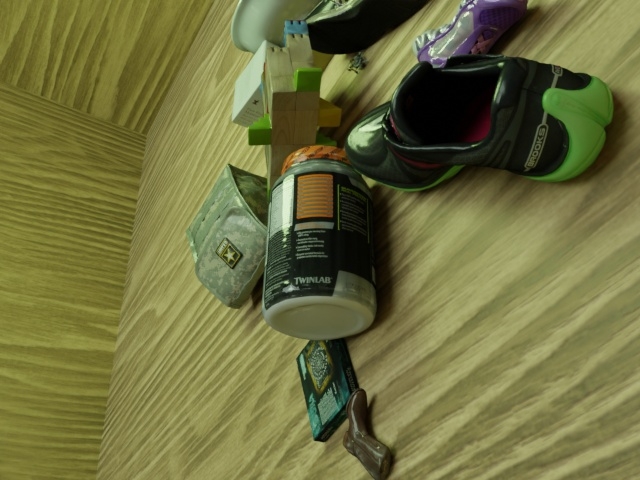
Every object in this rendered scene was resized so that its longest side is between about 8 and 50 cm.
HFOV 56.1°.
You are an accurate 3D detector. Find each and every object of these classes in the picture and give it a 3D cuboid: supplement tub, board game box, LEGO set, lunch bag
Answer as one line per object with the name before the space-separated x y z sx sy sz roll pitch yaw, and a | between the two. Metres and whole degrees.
supplement tub | 0.000 0.000 1.064 0.193 0.194 0.315 -38 41 47
board game box | 0.010 0.244 1.072 0.126 0.026 0.186 -56 31 29
LEGO set | 0.079 -0.404 1.360 0.083 0.023 0.054 -14 61 59
lunch bag | -0.201 -0.006 1.481 0.235 0.169 0.287 -54 39 24

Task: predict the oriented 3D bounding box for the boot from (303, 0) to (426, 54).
boot | 0.100 -0.590 1.313 0.377 0.138 0.284 -11 65 56

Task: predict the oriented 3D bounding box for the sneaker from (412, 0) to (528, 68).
sneaker | 0.234 -0.306 0.947 0.236 0.095 0.104 -24 59 62

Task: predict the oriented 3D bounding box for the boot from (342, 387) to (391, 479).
boot | 0.076 0.292 0.906 0.114 0.037 0.106 -160 76 -66

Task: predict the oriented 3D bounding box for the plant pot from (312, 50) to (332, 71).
plant pot | -0.022 -0.487 1.537 0.081 0.083 0.081 -53 33 31

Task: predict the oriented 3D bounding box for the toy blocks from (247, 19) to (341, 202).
toy blocks | -0.076 -0.307 1.357 0.381 0.191 0.260 98 165 -52

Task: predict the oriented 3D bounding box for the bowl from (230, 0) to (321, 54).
bowl | -0.086 -0.592 1.606 0.298 0.134 0.298 -44 -10 -10

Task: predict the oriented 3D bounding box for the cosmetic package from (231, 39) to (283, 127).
cosmetic package | -0.127 -0.396 1.601 0.184 0.151 0.151 -39 42 48

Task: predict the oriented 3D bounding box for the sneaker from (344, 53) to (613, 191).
sneaker | 0.166 -0.180 0.856 0.483 0.202 0.185 2 74 62
